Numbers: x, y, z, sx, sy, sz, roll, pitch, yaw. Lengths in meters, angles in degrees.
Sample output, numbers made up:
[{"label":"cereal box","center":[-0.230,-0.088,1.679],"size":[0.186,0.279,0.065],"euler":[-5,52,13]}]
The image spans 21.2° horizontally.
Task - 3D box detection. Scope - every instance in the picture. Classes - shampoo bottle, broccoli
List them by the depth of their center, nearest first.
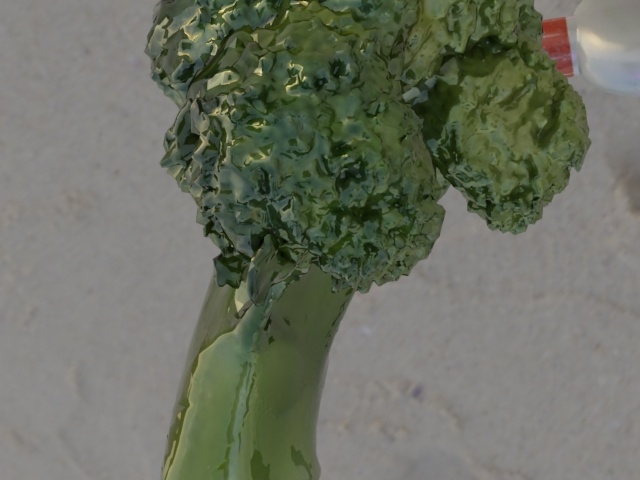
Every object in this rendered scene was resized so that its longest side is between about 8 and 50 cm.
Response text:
[{"label":"broccoli","center":[0.020,-0.024,0.711],"size":[0.186,0.302,0.254],"euler":[2,157,-1]},{"label":"shampoo bottle","center":[0.222,-0.137,1.123],"size":[0.221,0.108,0.051],"euler":[-8,132,8]}]
